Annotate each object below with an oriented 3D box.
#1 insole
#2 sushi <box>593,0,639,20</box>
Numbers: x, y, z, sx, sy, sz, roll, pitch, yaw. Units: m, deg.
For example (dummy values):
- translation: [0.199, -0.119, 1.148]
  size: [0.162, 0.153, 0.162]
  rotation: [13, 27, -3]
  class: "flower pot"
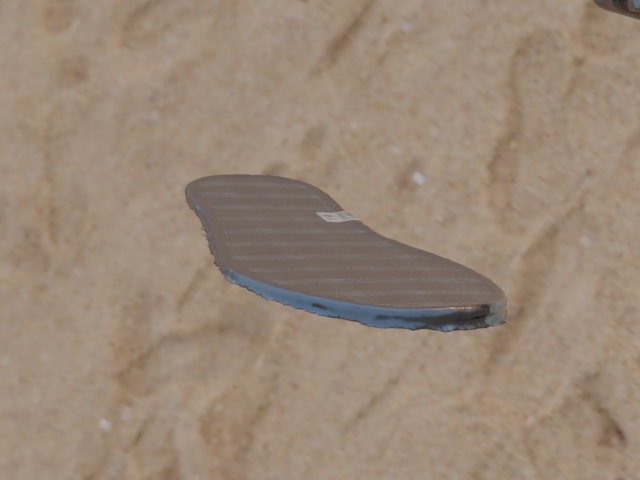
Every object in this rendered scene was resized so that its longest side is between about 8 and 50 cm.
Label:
- translation: [0.000, 0.000, 0.797]
  size: [0.309, 0.110, 0.012]
  rotation: [-139, 49, -72]
  class: "insole"
- translation: [0.312, -0.148, 0.844]
  size: [0.299, 0.294, 0.281]
  rotation: [-53, 18, -11]
  class: "sushi"
